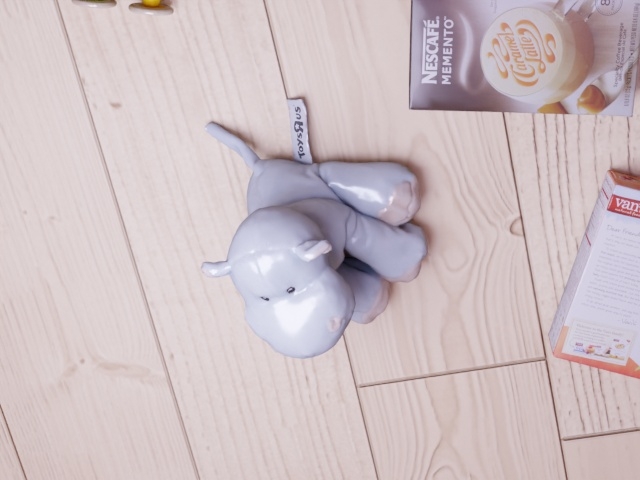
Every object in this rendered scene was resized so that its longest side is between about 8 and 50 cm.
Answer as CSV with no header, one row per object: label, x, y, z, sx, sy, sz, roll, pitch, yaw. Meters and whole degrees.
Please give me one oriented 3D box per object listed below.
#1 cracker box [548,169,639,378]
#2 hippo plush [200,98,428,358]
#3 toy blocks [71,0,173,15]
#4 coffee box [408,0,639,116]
cracker box,0.386,0.047,1.320,0.155,0.067,0.232,15,112,-1
hippo plush,0.000,0.000,1.258,0.234,0.236,0.294,-15,108,12
toy blocks,-0.224,-0.340,1.257,0.123,0.054,0.148,8,111,3
coffee box,0.223,-0.217,1.224,0.246,0.098,0.141,2,110,6
